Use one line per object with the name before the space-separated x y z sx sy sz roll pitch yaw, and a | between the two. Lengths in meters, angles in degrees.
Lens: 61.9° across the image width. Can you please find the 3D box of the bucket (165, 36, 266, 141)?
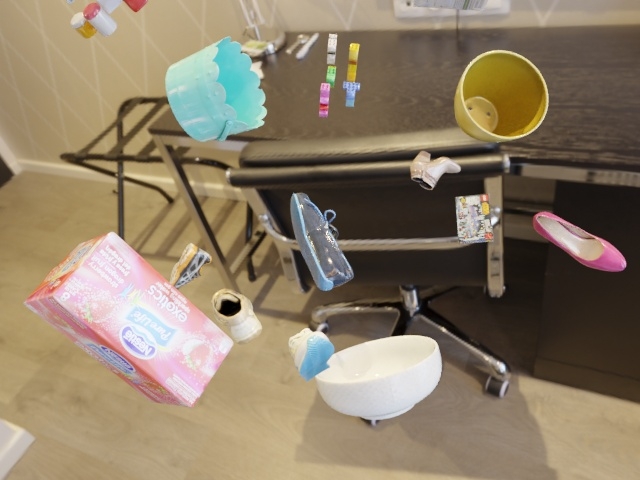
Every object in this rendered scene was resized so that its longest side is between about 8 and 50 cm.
bucket | -0.299 -0.424 1.545 0.183 0.281 0.281 -14 40 21

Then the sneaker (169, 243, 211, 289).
sneaker | -0.426 0.102 1.717 0.083 0.215 0.084 23 40 -25

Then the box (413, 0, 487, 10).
box | 0.335 -0.638 1.346 0.187 0.145 0.038 5 83 5

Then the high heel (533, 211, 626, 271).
high heel | 0.666 0.002 1.379 0.244 0.117 0.082 42 104 28

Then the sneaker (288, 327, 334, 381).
sneaker | -0.029 0.235 1.145 0.088 0.228 0.092 -28 69 -16

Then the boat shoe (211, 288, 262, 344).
boat shoe | -0.252 0.186 1.501 0.109 0.098 0.302 -32 24 -12

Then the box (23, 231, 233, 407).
box | -0.273 0.122 0.782 0.128 0.256 0.122 -12 37 45

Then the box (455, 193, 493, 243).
box | 0.431 -0.061 1.501 0.094 0.027 0.136 -6 70 16

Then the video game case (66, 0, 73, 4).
video game case | -0.537 -0.567 1.162 0.087 0.011 0.122 -48 13 -1

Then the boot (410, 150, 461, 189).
boot | 0.261 -0.153 1.225 0.119 0.042 0.086 20 61 -4

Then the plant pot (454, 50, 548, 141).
plant pot | 0.258 -0.205 0.814 0.135 0.095 0.134 1 82 -9

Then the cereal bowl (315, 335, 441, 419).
cereal bowl | 0.160 0.370 1.406 0.340 0.141 0.339 -15 4 1

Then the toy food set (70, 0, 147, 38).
toy food set | -0.420 -0.512 1.061 0.232 0.104 0.111 -44 57 0

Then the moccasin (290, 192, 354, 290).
moccasin | 0.000 0.000 1.604 0.117 0.137 0.341 -12 61 -17

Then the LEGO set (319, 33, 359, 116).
LEGO set | 0.051 -0.403 1.245 0.087 0.093 0.227 6 61 1
